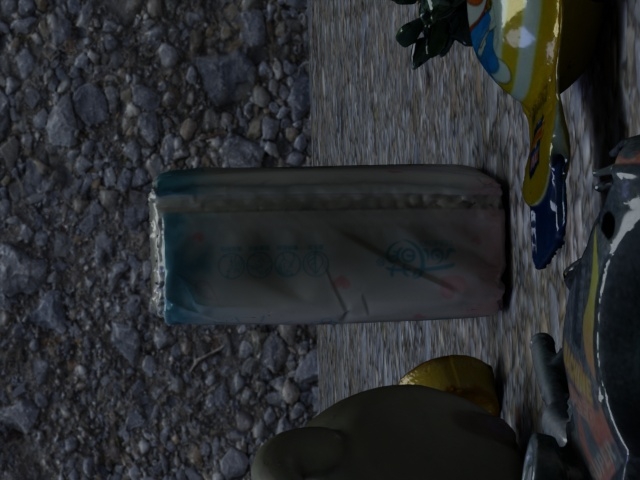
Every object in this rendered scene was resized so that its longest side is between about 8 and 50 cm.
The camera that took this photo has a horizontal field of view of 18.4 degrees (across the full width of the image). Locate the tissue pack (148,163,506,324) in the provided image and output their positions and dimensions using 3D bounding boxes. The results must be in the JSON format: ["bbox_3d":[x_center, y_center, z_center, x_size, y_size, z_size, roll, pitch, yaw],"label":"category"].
[{"bbox_3d":[0.000,0.000,1.560,0.201,0.271,0.124,-120,29,-81],"label":"tissue pack"}]

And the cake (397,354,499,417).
[{"bbox_3d":[0.099,0.126,1.550,0.084,0.084,0.044,94,166,-48],"label":"cake"}]

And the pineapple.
[{"bbox_3d":[0.088,-0.207,1.521,0.083,0.103,0.221,54,-171,-23],"label":"pineapple"}]

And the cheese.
[{"bbox_3d":[0.129,-0.121,1.164,0.177,0.069,0.270,104,164,-73],"label":"cheese"}]

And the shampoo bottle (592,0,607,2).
[{"bbox_3d":[0.148,-0.263,0.808,0.129,0.084,0.323,-165,74,-82],"label":"shampoo bottle"}]

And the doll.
[{"bbox_3d":[0.041,0.269,1.438,0.215,0.226,0.370,-115,25,-47],"label":"doll"}]

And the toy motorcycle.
[{"bbox_3d":[0.148,0.041,0.833,0.307,0.108,0.173,101,176,-73],"label":"toy motorcycle"}]
